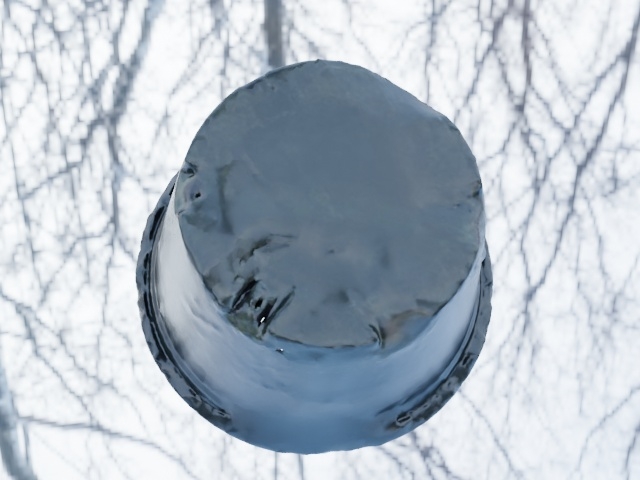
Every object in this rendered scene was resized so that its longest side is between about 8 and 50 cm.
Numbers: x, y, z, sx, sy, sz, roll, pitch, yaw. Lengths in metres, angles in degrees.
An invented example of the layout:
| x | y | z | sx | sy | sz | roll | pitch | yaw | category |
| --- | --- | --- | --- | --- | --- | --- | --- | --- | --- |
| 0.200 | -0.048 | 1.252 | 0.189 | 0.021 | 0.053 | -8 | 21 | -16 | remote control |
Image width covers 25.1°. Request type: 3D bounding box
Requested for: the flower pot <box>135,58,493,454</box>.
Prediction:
| x | y | z | sx | sy | sz | roll | pitch | yaw | category |
| --- | --- | --- | --- | --- | --- | --- | --- | --- | --- |
| 0.000 | 0.000 | 0.585 | 0.157 | 0.107 | 0.157 | 1 | -111 | -2 | flower pot |
